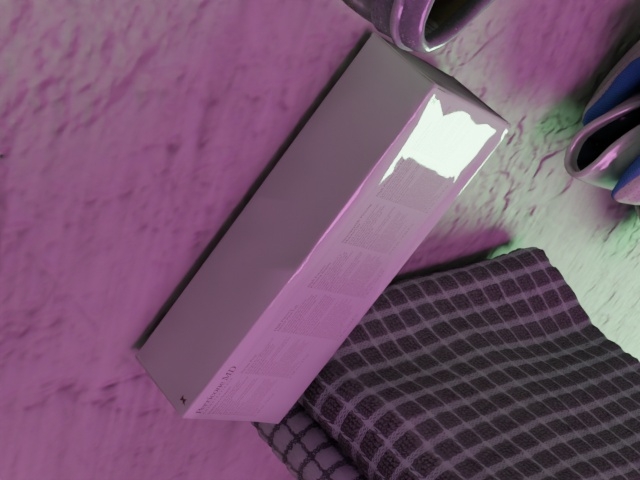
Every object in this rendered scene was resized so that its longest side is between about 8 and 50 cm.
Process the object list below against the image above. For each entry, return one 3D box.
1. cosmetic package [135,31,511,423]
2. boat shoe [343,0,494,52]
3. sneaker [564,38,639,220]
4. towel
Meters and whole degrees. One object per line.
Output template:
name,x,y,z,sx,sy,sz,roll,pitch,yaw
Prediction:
cosmetic package,0.000,0.000,0.746,0.239,0.060,0.099,-52,150,14
boat shoe,0.130,-0.209,0.602,0.320,0.103,0.118,-37,149,-11
sneaker,0.258,-0.051,0.952,0.236,0.130,0.323,-6,146,-24
towel,0.124,0.124,0.877,0.283,0.235,0.121,-13,132,-41
